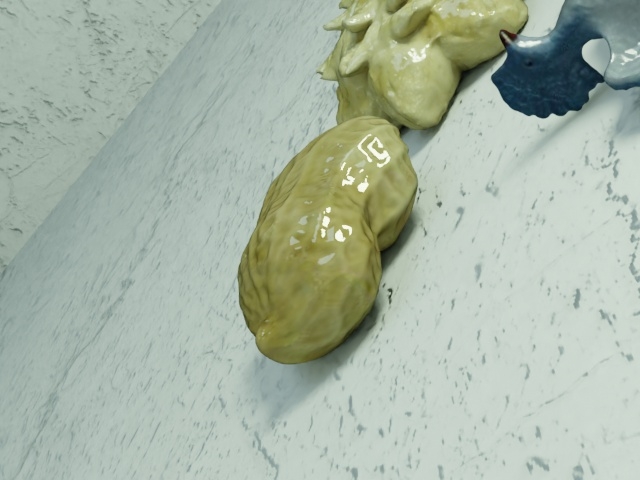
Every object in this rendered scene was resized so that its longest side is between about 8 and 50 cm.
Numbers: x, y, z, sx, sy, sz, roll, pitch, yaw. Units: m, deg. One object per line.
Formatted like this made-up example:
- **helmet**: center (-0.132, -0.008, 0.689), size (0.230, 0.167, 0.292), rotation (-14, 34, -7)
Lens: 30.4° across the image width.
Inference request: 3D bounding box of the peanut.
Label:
- **peanut**: center (0.000, 0.000, 1.038), size (0.197, 0.110, 0.233), rotation (-33, 25, 47)

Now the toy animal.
- **toy animal**: center (0.239, -0.185, 0.842), size (0.255, 0.176, 0.239), rotation (-8, 41, 17)

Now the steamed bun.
- **steamed bun**: center (0.092, -0.233, 1.197), size (0.295, 0.137, 0.292), rotation (-29, 33, 48)

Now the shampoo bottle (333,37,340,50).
- **shampoo bottle**: center (0.102, -0.289, 1.399), size (0.221, 0.051, 0.108), rotation (-47, 17, 22)
